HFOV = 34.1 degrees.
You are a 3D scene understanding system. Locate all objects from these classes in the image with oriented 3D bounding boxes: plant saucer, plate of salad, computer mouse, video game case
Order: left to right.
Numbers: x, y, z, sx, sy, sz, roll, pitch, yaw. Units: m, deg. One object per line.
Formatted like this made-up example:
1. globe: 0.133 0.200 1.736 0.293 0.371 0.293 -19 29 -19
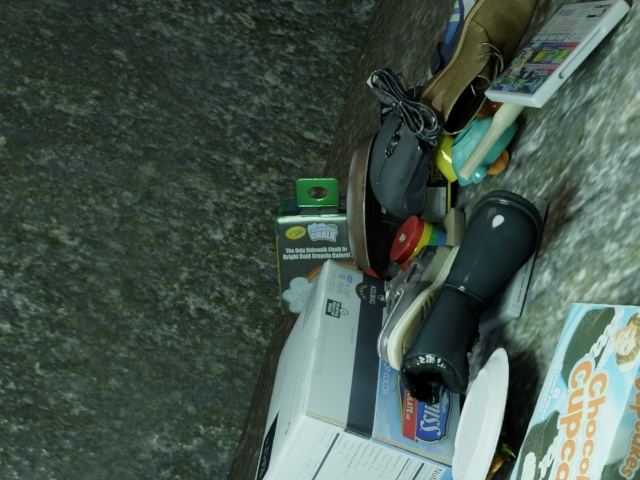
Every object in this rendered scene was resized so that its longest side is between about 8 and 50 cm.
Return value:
1. plant saucer: 0.101 -0.073 2.181 0.310 0.050 0.310 2 -90 -76
2. computer mouse: 0.125 -0.140 1.768 0.188 0.072 0.272 52 154 41
3. plate of salad: 0.202 0.228 1.253 0.200 0.048 0.200 -165 90 -90
4. video game case: 0.255 0.045 1.473 0.190 0.022 0.173 131 159 -69
5. video game case: 0.333 -0.267 1.492 0.183 0.023 0.201 -48 15 1

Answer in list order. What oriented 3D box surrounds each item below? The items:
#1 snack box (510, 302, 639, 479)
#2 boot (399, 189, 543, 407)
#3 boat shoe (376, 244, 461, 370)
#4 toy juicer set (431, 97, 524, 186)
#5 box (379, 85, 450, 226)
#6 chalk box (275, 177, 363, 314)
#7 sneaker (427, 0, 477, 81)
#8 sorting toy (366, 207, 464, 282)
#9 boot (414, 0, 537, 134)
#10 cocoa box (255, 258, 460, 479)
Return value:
1. snack box: 0.242 0.217 0.972 0.187 0.060 0.322 166 125 -80
2. boot: 0.186 0.081 1.309 0.246 0.094 0.207 110 -173 -54
3. boat shoe: 0.136 0.089 1.483 0.285 0.092 0.103 -48 -41 -49
4. toy juicer set: 0.286 -0.172 1.665 0.209 0.089 0.329 -50 7 4
5. box: 0.178 -0.158 2.015 0.322 0.079 0.257 -163 72 -82
6. chalk box: 0.000 0.000 2.296 0.179 0.180 0.289 -75 -16 -75
7. sneaker: 0.284 -0.408 2.047 0.236 0.130 0.323 129 155 -53
8. sorting toy: 0.136 0.091 1.770 0.257 0.089 0.255 -54 15 35
9. boot: 0.274 -0.298 1.700 0.305 0.112 0.115 -57 23 2
10. cocoa box: 0.058 0.243 1.516 0.347 0.228 0.231 -80 13 -55
